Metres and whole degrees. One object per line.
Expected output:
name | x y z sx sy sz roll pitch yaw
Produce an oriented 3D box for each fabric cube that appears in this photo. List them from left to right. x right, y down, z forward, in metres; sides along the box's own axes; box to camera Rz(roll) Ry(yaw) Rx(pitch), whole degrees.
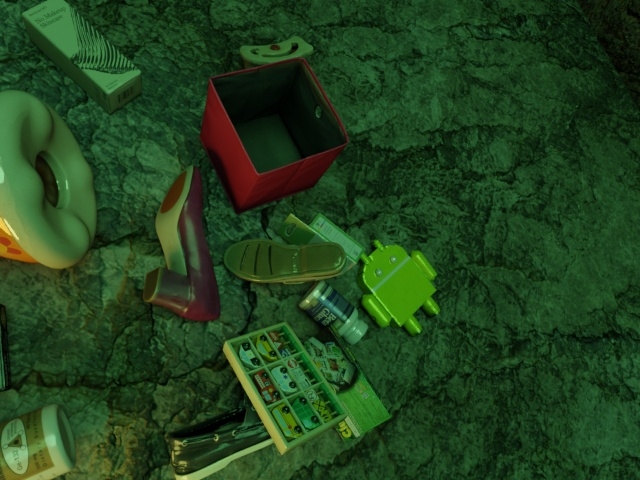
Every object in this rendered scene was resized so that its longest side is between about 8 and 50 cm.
fabric cube | -0.128 -0.255 1.125 0.259 0.258 0.254 -24 82 -25

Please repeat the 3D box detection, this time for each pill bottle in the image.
pill bottle | -0.585 0.403 0.810 0.230 0.131 0.131 -18 80 -24
pill bottle | 0.035 0.185 1.131 0.169 0.094 0.094 42 64 -3

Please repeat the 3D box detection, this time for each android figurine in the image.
android figurine | 0.212 0.124 1.241 0.248 0.056 0.272 -36 89 -26

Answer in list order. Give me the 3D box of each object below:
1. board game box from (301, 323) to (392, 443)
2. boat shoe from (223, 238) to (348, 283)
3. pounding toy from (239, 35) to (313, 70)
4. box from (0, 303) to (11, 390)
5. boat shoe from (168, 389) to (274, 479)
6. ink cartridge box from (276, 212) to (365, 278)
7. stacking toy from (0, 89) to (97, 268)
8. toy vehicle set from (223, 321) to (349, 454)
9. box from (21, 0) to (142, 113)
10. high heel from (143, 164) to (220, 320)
board game box | 0.044 0.345 1.079 0.136 0.030 0.259 -34 87 9
boat shoe | -0.084 0.062 1.104 0.303 0.103 0.113 2 69 10
pounding toy | -0.143 -0.479 1.298 0.154 0.154 0.269 31 51 23
box | -0.732 0.226 0.858 0.221 0.051 0.175 -8 76 -22
boat shoe | -0.164 0.387 0.975 0.340 0.127 0.112 -21 93 -16
ink cartridge box | 0.000 0.000 1.167 0.209 0.109 0.062 37 54 -5
stacking toy | -0.732 -0.076 0.869 0.481 0.350 0.350 -12 77 -4
toy vehicle set | -0.080 0.310 0.985 0.166 0.035 0.267 -13 50 -39
box | -0.585 -0.460 1.113 0.275 0.094 0.113 42 64 -4
high heel | -0.302 0.004 1.085 0.181 0.127 0.376 30 57 -41
